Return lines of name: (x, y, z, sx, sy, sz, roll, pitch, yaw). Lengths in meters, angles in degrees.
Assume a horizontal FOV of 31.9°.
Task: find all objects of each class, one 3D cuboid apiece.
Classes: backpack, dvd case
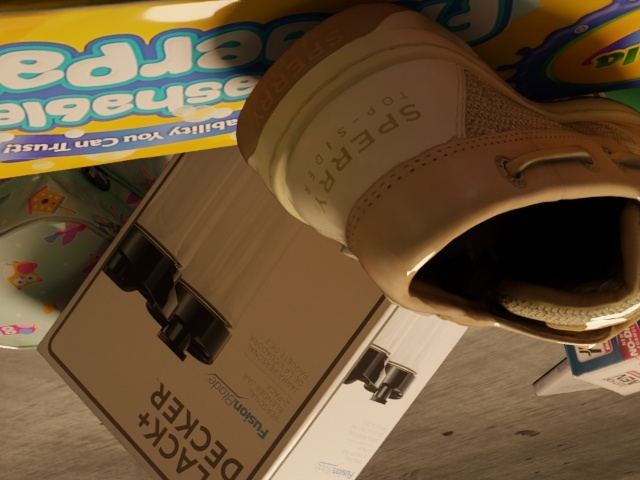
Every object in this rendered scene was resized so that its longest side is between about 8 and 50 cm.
backpack: (-0.169, -0.017, 0.685, 0.166, 0.144, 0.188, -25, 157, 17)
dvd case: (0.421, 0.157, 1.526, 0.180, 0.022, 0.253, -4, 156, -16)

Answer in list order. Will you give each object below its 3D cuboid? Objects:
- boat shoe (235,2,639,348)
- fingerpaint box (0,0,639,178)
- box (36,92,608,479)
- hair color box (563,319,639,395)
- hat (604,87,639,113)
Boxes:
boat shoe: (0.094, 0.000, 0.449, 0.109, 0.098, 0.302, -47, 147, 19)
fingerpaint box: (0.008, -0.181, 0.325, 0.445, 0.163, 0.371, -9, 158, -13)
box: (0.000, 0.000, 0.593, 0.290, 0.169, 0.087, -53, 148, 6)
hair color box: (0.444, 0.059, 1.196, 0.347, 0.105, 0.174, -24, 154, 27)
hat: (0.129, -0.105, 0.655, 0.183, 0.173, 0.208, 6, 131, 19)
